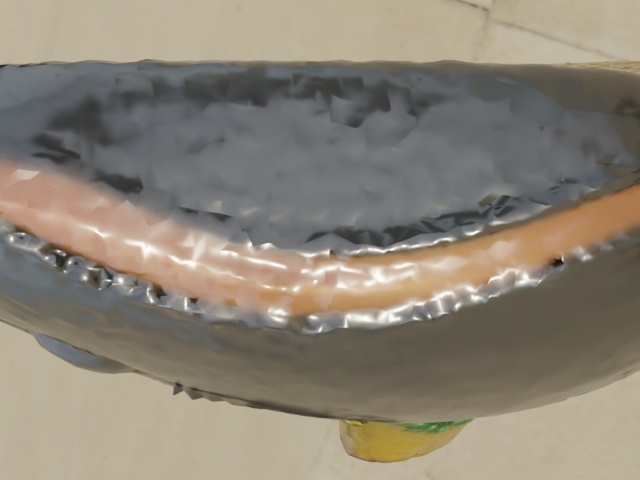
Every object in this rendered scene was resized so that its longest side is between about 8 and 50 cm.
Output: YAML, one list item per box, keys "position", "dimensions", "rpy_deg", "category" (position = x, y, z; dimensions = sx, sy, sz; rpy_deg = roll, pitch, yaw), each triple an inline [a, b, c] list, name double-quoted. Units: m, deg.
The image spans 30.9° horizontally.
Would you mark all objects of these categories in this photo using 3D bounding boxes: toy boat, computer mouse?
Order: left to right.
- position: [0.001, 0.005, 0.407]
  dimensions: [0.183, 0.323, 0.116]
  rpy_deg: [94, 176, -78]
  category: "computer mouse"
- position: [0.067, 0.093, 0.792]
  dimensions: [0.089, 0.229, 0.088]
  rpy_deg: [32, 119, 26]
  category: "toy boat"

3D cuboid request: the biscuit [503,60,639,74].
- position: [0.136, -0.083, 0.736]
  dimensions: [0.188, 0.052, 0.056]
  rpy_deg: [2, 107, 30]
  category: "biscuit"
